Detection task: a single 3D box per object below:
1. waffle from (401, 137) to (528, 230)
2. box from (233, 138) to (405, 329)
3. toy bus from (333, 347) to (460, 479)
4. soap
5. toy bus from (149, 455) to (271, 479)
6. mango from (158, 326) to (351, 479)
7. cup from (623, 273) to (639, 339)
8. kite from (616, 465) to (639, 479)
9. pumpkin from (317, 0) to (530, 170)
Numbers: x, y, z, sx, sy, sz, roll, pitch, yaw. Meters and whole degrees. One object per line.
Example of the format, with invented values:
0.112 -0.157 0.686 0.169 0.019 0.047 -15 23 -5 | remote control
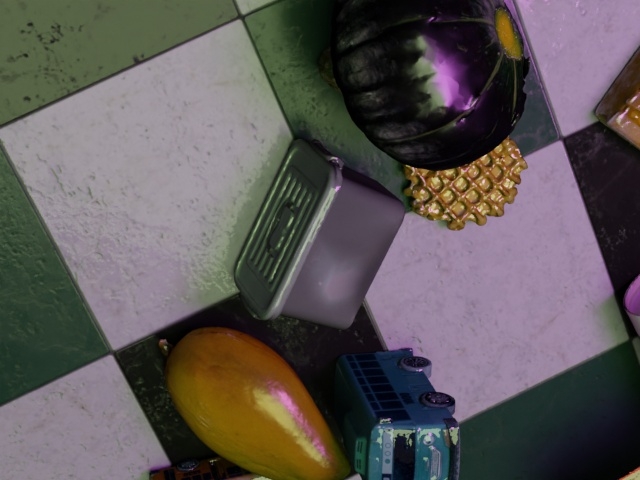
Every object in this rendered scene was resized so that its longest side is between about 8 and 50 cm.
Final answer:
0.199 -0.101 1.831 0.191 0.038 0.191 -4 109 -13 | waffle
0.000 0.000 1.760 0.135 0.163 0.243 19 103 -28 | box
0.102 0.255 1.815 0.147 0.256 0.128 -3 109 -10 | toy bus
0.523 -0.169 1.868 0.232 0.073 0.140 31 100 -22 | soap
-0.148 0.365 1.872 0.182 0.103 0.091 -12 110 -9 | toy bus
-0.093 0.230 1.795 0.317 0.119 0.176 40 121 0 | mango
0.594 0.154 1.921 0.253 0.253 0.274 -34 105 -1 | cup
0.497 0.434 1.885 0.328 0.013 0.377 12 104 -2 | kite
0.110 -0.225 1.654 0.296 0.296 0.295 -4 110 -12 | pumpkin
